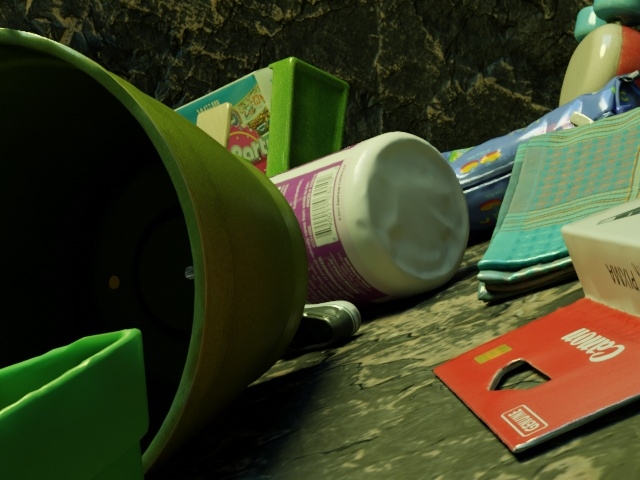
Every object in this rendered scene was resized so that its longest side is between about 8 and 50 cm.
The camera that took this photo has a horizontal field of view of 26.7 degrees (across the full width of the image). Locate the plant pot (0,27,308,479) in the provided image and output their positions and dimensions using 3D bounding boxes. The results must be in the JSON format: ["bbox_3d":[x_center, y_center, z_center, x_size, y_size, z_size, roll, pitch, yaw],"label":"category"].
[{"bbox_3d":[-0.181,0.034,1.112,0.366,0.367,0.353,-21,-8,20],"label":"plant pot"}]

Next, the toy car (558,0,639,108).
[{"bbox_3d":[0.435,-0.183,1.713,0.237,0.219,0.210,13,-9,0],"label":"toy car"}]

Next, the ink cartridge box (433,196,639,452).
[{"bbox_3d":[0.200,0.026,0.838,0.261,0.066,0.296,-21,4,-3],"label":"ink cartridge box"}]

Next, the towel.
[{"bbox_3d":[0.322,-0.076,1.180,0.370,0.040,0.271,-20,23,29],"label":"towel"}]

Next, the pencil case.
[{"bbox_3d":[0.250,-0.088,1.577,0.306,0.119,0.133,-21,-18,28],"label":"pencil case"}]

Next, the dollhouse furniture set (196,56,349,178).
[{"bbox_3d":[0.003,-0.086,1.699,0.301,0.151,0.197,21,-25,-40],"label":"dollhouse furniture set"}]

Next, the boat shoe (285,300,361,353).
[{"bbox_3d":[-0.024,0.087,1.317,0.142,0.049,0.040,-15,8,41],"label":"boat shoe"}]

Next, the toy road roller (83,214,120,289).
[{"bbox_3d":[-0.314,0.065,1.402,0.202,0.329,0.241,25,70,44],"label":"toy road roller"}]

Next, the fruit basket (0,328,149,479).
[{"bbox_3d":[-0.236,0.088,0.326,0.282,0.392,0.392,-21,5,21],"label":"fruit basket"}]

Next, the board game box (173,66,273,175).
[{"bbox_3d":[-0.083,-0.085,1.989,0.224,0.303,0.097,-18,6,44],"label":"board game box"}]

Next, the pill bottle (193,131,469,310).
[{"bbox_3d":[0.000,0.000,1.456,0.301,0.169,0.169,-17,7,46],"label":"pill bottle"}]
